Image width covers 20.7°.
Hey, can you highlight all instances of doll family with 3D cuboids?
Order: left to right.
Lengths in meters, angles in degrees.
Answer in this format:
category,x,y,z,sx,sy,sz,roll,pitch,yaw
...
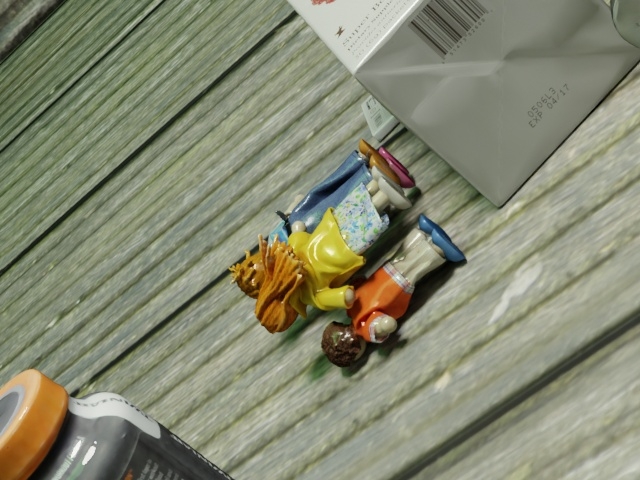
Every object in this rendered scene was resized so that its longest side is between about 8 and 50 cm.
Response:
category,x,y,z,sx,sy,sz,roll,pitch,yaw
doll family,0.000,0.000,1.452,0.163,0.118,0.263,-46,22,9

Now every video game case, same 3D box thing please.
category,x,y,z,sx,sy,sz,roll,pitch,yaw
video game case,0.090,-0.154,1.679,0.122,0.011,0.087,-45,21,13

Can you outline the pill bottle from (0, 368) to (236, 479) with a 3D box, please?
category,x,y,z,sx,sy,sz,roll,pitch,yaw
pill bottle,-0.132,0.192,1.221,0.130,0.246,0.130,-40,24,22

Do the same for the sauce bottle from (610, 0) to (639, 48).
category,x,y,z,sx,sy,sz,roll,pitch,yaw
sauce bottle,0.262,-0.267,1.399,0.111,0.111,0.344,-38,25,27

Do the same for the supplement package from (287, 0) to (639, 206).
category,x,y,z,sx,sy,sz,roll,pitch,yaw
supplement package,0.106,-0.188,1.466,0.177,0.175,0.293,-48,24,6
